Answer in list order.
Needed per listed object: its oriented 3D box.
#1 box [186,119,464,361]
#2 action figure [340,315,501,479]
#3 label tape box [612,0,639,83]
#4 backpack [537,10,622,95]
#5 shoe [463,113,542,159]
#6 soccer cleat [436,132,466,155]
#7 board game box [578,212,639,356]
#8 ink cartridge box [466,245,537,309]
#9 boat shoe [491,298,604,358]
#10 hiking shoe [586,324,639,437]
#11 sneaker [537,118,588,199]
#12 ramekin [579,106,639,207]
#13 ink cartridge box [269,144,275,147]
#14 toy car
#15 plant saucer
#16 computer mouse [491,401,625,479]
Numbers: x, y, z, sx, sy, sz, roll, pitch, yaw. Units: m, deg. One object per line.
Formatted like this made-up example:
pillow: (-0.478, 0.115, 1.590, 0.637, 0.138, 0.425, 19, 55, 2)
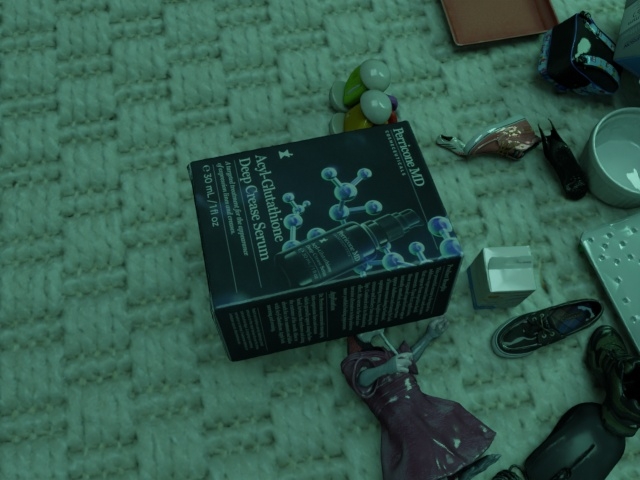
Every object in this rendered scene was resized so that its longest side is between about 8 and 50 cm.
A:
box: (0.000, 0.000, 1.104, 0.396, 0.212, 0.293, -12, 58, -7)
action figure: (0.139, 0.291, 1.169, 0.370, 0.248, 0.275, 51, 119, 28)
label tape box: (0.779, -0.403, 1.406, 0.249, 0.115, 0.347, 27, 71, -16)
backpack: (0.592, -0.400, 1.439, 0.173, 0.117, 0.158, 24, 69, -27)
shoe: (0.396, -0.208, 1.381, 0.178, 0.063, 0.081, -27, 70, -24)
soccer cleat: (0.294, -0.211, 1.403, 0.083, 0.035, 0.029, 24, 71, 8)
board game box: (0.771, 0.108, 1.287, 0.390, 0.050, 0.389, -18, 71, -8)
ink cartridge box: (0.351, 0.071, 1.241, 0.092, 0.143, 0.089, -3, 70, -2)
boat shoe: (0.445, 0.166, 1.243, 0.229, 0.076, 0.080, -14, 70, -7)
hiking shoe: (0.563, 0.239, 1.175, 0.086, 0.114, 0.226, 14, 47, -8)
sneaker: (0.516, -0.172, 1.369, 0.051, 0.170, 0.089, -28, 26, 13)
ramekin: (0.654, -0.166, 1.355, 0.207, 0.109, 0.207, 1, 69, -2)
ink cartridge box: (-0.051, -0.055, 1.308, 0.194, 0.088, 0.234, 19, 70, 4)
toy car: (0.107, -0.288, 1.384, 0.136, 0.159, 0.181, 15, 65, -33)
plant saucer: (0.410, -0.578, 1.538, 0.259, 0.047, 0.258, -10, 71, -5)
computer mouse: (0.461, 0.407, 1.156, 0.188, 0.072, 0.272, 41, 74, 14)
